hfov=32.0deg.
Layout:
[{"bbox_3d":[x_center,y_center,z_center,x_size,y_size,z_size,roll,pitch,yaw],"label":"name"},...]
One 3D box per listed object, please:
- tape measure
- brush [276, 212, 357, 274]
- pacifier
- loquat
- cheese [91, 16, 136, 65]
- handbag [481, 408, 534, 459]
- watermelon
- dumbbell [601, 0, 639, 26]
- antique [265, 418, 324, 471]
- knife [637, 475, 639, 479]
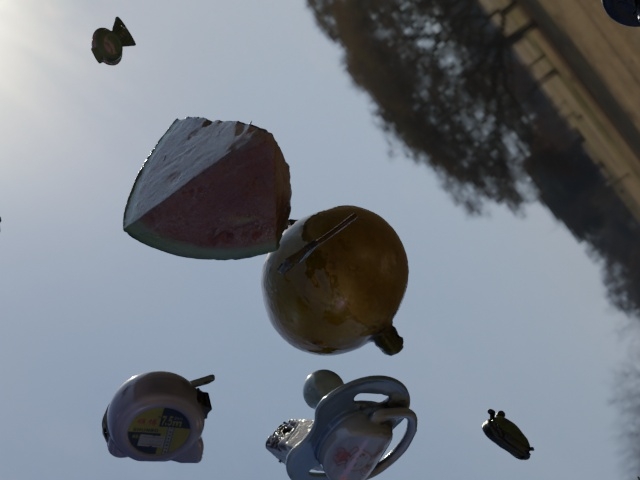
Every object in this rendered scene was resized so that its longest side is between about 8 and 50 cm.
[{"bbox_3d":[-0.294,0.318,2.038,0.196,0.178,0.105,11,-152,-20],"label":"tape measure"},{"bbox_3d":[0.000,0.000,1.674,0.014,0.043,0.170,49,-127,6],"label":"brush"},{"bbox_3d":[0.046,0.328,2.078,0.238,0.287,0.226,4,-143,-34],"label":"pacifier"},{"bbox_3d":[0.043,0.102,2.331,0.359,0.328,0.328,50,-168,13],"label":"loquat"},{"bbox_3d":[-0.352,-0.335,1.887,0.067,0.026,0.120,60,-148,-20],"label":"cheese"},{"bbox_3d":[0.341,0.355,2.010,0.072,0.047,0.111,16,-159,-46],"label":"handbag"},{"bbox_3d":[-0.179,-0.073,1.927,0.283,0.250,0.292,25,172,-8],"label":"watermelon"},{"bbox_3d":[0.606,-0.518,2.145,0.143,0.143,0.325,45,-146,-33],"label":"dumbbell"},{"bbox_3d":[-0.022,0.475,2.584,0.093,0.087,0.310,44,156,-17],"label":"antique"},{"bbox_3d":[0.720,0.592,2.229,0.298,0.047,0.017,63,-175,35],"label":"knife"}]
